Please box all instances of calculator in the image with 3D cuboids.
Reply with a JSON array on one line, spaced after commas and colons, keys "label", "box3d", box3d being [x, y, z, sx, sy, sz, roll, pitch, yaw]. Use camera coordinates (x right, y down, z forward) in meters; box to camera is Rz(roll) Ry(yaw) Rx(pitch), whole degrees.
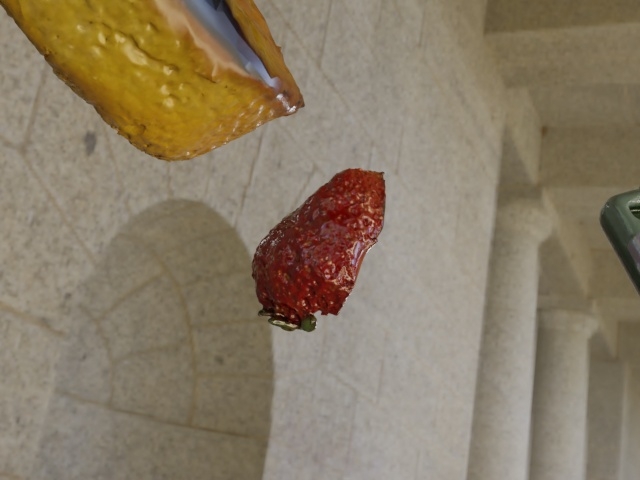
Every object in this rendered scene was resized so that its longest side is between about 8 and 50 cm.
[{"label": "calculator", "box3d": [0.370, 0.030, 0.992, 0.141, 0.246, 0.045, -5, -41, -13]}]

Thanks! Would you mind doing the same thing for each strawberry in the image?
[{"label": "strawberry", "box3d": [0.000, 0.000, 0.961, 0.082, 0.187, 0.147, 40, -14, -30]}]

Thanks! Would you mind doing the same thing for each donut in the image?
[{"label": "donut", "box3d": [-0.109, -0.162, 0.584, 0.118, 0.253, 0.253, -32, -31, 9]}]
